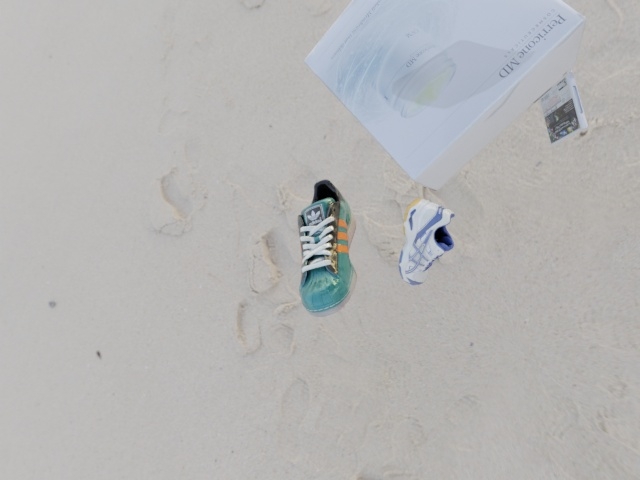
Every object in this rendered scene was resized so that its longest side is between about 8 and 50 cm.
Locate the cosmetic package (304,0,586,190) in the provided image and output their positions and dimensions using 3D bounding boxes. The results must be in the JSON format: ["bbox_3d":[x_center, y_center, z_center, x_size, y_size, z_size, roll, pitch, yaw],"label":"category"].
[{"bbox_3d":[0.144,-0.222,0.506,0.224,0.138,0.224,-45,73,21],"label":"cosmetic package"}]

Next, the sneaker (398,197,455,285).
[{"bbox_3d":[0.303,0.028,1.138,0.131,0.296,0.112,21,47,31],"label":"sneaker"}]

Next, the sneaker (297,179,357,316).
[{"bbox_3d":[0.000,0.000,0.742,0.108,0.121,0.302,-17,34,18],"label":"sneaker"}]

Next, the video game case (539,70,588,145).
[{"bbox_3d":[0.743,-0.400,1.241,0.022,0.190,0.173,-13,87,5],"label":"video game case"}]
